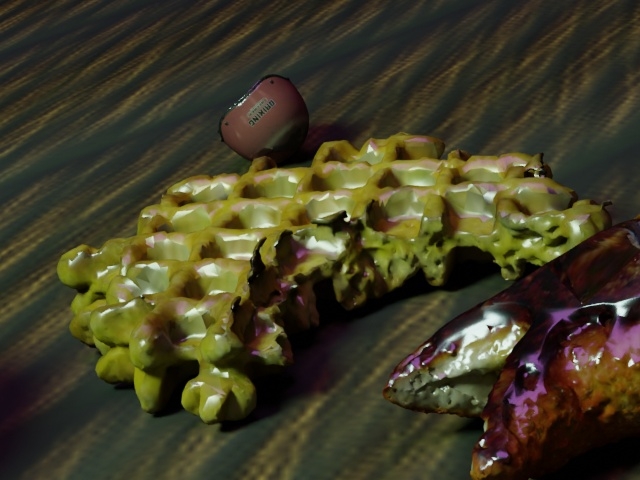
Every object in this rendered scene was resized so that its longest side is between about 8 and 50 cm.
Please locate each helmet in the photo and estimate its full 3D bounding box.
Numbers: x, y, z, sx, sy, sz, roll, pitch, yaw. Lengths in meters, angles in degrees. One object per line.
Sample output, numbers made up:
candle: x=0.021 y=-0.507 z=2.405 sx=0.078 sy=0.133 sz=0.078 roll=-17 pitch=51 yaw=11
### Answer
helmet: x=-0.033 y=-0.079 z=1.255 sx=0.065 sy=0.049 sz=0.084 roll=-45 pitch=-8 yaw=5

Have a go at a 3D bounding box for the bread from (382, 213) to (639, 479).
bread: x=0.165 y=0.037 z=0.799 sx=0.269 sy=0.095 sz=0.139 roll=-29 pitch=20 yaw=-5

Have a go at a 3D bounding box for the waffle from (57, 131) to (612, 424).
waffle: x=0.000 y=0.000 z=1.002 sx=0.293 sy=0.069 sz=0.260 roll=-18 pitch=22 yaw=-21
